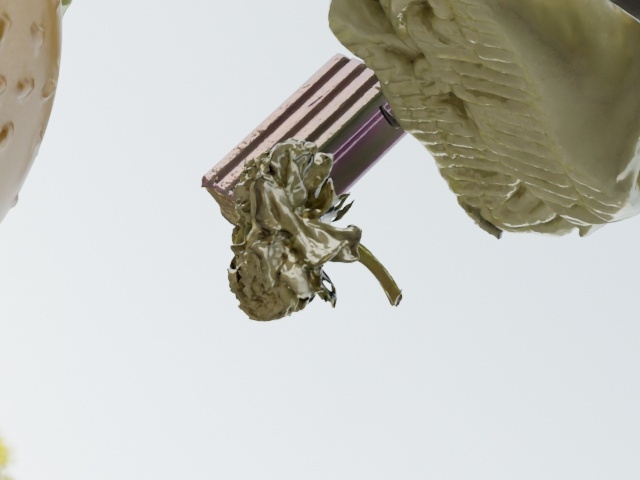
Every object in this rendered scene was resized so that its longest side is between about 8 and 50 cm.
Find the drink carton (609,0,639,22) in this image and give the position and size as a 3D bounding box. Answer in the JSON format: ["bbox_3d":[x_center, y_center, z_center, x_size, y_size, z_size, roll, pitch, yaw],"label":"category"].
[{"bbox_3d":[0.186,-0.216,0.688,0.191,0.185,0.189,34,4,-12],"label":"drink carton"}]

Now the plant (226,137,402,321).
[{"bbox_3d":[0.000,0.000,0.889,0.122,0.104,0.116,15,-77,-4],"label":"plant"}]

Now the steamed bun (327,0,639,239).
[{"bbox_3d":[0.194,-0.178,1.212,0.346,0.237,0.394,39,-16,21],"label":"steamed bun"}]

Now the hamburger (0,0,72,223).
[{"bbox_3d":[-0.221,-0.080,0.540,0.212,0.274,0.274,34,-41,36],"label":"hamburger"}]

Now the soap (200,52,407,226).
[{"bbox_3d":[-0.009,-0.090,1.393,0.122,0.203,0.065,29,-21,52],"label":"soap"}]
